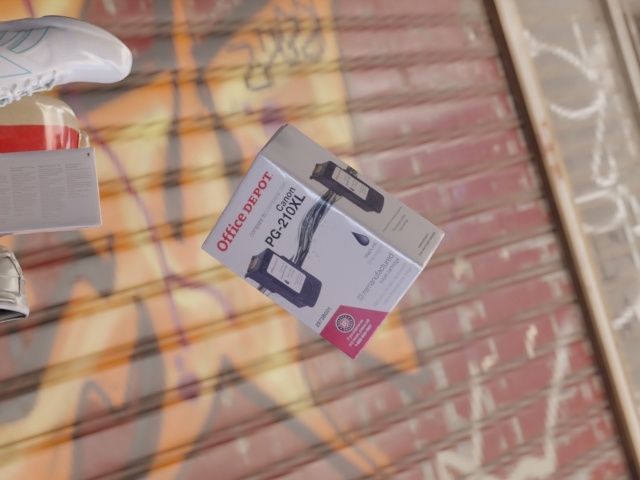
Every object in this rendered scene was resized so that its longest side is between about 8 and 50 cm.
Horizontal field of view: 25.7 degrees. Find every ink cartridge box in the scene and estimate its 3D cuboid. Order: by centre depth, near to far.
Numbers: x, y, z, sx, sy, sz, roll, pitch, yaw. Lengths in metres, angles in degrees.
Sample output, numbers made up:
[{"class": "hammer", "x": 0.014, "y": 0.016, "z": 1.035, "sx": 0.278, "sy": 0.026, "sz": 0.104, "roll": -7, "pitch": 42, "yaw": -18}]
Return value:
[{"class": "ink cartridge box", "x": 0.000, "y": 0.000, "z": 1.693, "sx": 0.172, "sy": 0.237, "sz": 0.100, "roll": -56, "pitch": 177, "yaw": 34}]

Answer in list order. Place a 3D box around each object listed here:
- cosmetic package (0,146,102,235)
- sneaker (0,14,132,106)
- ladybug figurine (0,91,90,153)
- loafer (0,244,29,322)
[{"class": "cosmetic package", "x": -0.388, "y": -0.054, "z": 1.678, "sx": 0.239, "sy": 0.098, "sz": 0.060, "roll": -4, "pitch": 179, "yaw": -18}, {"class": "sneaker", "x": -0.188, "y": -0.103, "z": 0.839, "sx": 0.152, "sy": 0.061, "sz": 0.054, "roll": 4, "pitch": 159, "yaw": -23}, {"class": "ladybug figurine", "x": -0.525, "y": -0.081, "z": 1.889, "sx": 0.449, "sy": 0.161, "sz": 0.305, "roll": -13, "pitch": 162, "yaw": -19}, {"class": "loafer", "x": -0.523, "y": 0.093, "z": 1.811, "sx": 0.319, "sy": 0.111, "sz": 0.112, "roll": -18, "pitch": 165, "yaw": -37}]
